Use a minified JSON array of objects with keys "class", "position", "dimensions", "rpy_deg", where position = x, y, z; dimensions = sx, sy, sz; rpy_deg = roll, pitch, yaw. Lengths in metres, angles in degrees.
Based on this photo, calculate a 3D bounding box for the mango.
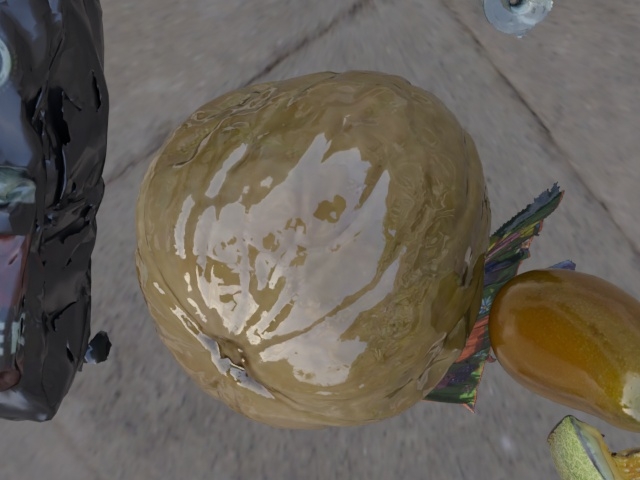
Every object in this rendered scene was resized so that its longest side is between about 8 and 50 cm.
[{"class":"mango","position":[0.175,0.069,1.148],"dimensions":[0.102,0.184,0.085],"rpy_deg":[9,100,-28]}]

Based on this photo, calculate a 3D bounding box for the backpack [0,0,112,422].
[{"class":"backpack","position":[-0.125,-0.025,0.550],"dimensions":[0.120,0.106,0.165],"rpy_deg":[2,108,-2]}]

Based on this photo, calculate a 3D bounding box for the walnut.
[{"class":"walnut","position":[0.000,0.000,1.075],"dimensions":[0.228,0.228,0.228],"rpy_deg":[0,99,1]}]

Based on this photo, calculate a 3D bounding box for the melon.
[{"class":"melon","position":[0.291,0.247,1.794],"dimensions":[0.160,0.128,0.079],"rpy_deg":[26,121,-31]}]

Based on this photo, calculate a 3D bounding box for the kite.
[{"class":"kite","position":[0.085,0.070,1.299],"dimensions":[0.234,0.321,0.016],"rpy_deg":[-21,62,-20]}]

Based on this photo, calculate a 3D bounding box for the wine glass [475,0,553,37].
[{"class":"wine glass","position":[0.179,-0.237,1.743],"dimensions":[0.066,0.198,0.066],"rpy_deg":[0,102,-1]}]
